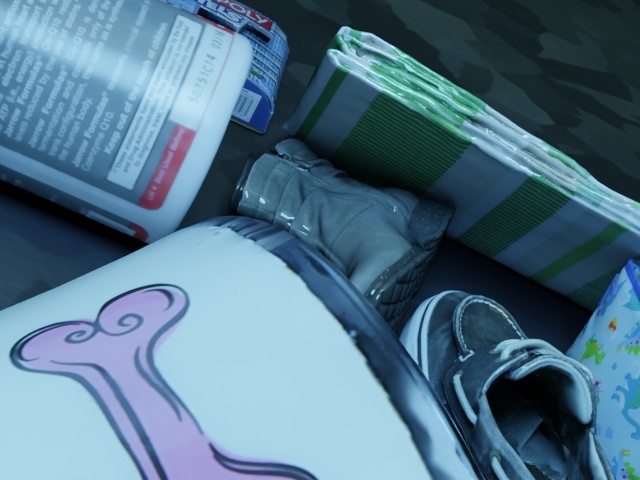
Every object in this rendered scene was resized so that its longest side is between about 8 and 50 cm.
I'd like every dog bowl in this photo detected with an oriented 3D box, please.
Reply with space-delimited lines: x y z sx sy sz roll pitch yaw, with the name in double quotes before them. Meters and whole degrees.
"dog bowl" -0.064 0.203 0.468 0.150 0.408 0.408 -9 41 -21

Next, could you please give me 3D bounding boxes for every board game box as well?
"board game box" -0.114 -0.194 1.500 0.194 0.060 0.194 24 28 -8

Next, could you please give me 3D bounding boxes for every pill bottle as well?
"pill bottle" -0.205 -0.123 1.181 0.283 0.161 0.161 24 27 -10

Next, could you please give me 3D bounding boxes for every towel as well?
"towel" 0.131 -0.043 1.327 0.325 0.038 0.248 28 -16 -4

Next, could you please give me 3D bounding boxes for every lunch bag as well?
"lunch bag" 0.230 0.106 1.232 0.096 0.128 0.151 13 29 -36

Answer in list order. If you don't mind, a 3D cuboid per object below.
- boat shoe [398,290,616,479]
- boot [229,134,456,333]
"boat shoe" 0.137 0.123 1.125 0.121 0.119 0.335 17 29 -21
"boot" 0.000 0.000 1.274 0.161 0.083 0.246 24 21 5
